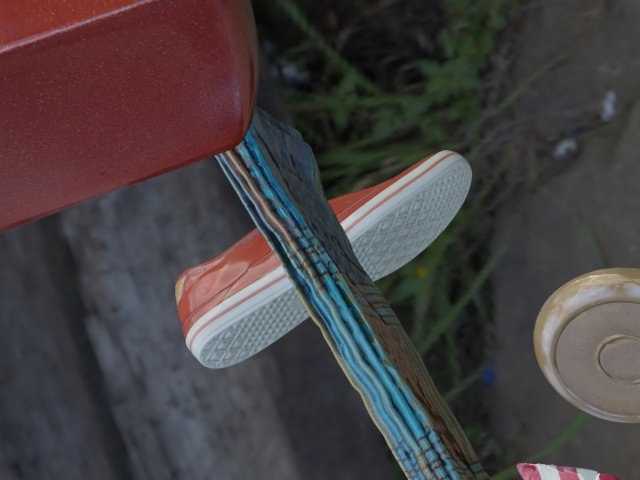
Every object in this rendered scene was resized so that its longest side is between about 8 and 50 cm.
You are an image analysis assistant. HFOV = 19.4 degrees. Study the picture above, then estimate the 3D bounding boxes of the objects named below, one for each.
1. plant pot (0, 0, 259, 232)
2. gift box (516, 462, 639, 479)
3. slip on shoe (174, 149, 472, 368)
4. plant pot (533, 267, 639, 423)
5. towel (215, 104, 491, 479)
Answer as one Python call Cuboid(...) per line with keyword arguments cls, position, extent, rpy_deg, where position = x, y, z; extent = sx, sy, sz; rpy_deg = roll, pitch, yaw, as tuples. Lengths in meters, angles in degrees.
Cuboid(cls="plant pot", position=(-0.171, -0.144, 0.819), extent=(0.267, 0.267, 0.236), rpy_deg=(68, 164, 2))
Cuboid(cls="gift box", position=(0.186, 0.271, 1.103), extent=(0.255, 0.258, 0.276), rpy_deg=(-45, 71, 14))
Cuboid(cls="slip on shoe", position=(0.000, 0.000, 1.848), extent=(0.101, 0.331, 0.123), rpy_deg=(57, 177, 29))
Cuboid(cls="plant pot", position=(0.378, 0.139, 2.309), extent=(0.236, 0.032, 0.236), rpy_deg=(8, 125, 11))
Cuboid(cls="towel", position=(0.036, 0.061, 1.257), extent=(0.040, 0.271, 0.370), rpy_deg=(-32, 77, 5))
